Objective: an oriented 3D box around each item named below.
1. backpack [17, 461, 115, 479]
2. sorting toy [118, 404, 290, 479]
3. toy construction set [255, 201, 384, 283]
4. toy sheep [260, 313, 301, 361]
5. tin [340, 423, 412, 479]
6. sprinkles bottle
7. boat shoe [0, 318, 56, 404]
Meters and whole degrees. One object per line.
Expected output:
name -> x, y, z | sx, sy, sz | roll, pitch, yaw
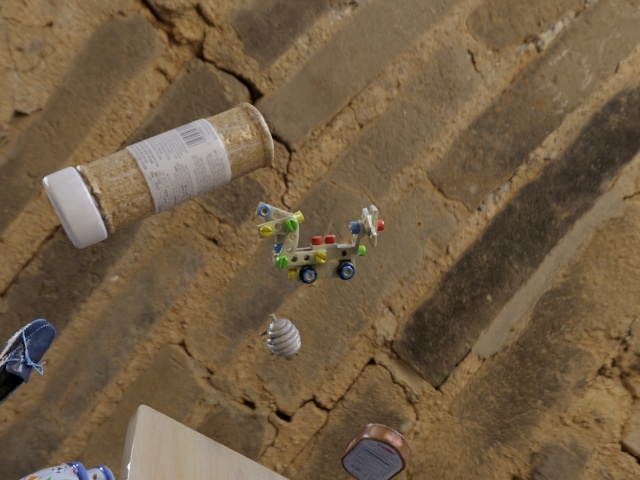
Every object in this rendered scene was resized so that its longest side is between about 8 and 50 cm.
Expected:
backpack -> -0.466, 0.530, 1.003 | 0.213, 0.263, 0.277 | -17, -109, -36
sorting toy -> -0.120, 0.337, 0.602 | 0.255, 0.257, 0.089 | 36, -83, -21
toy construction set -> 0.000, 0.000, 1.441 | 0.327, 0.151, 0.215 | -3, -81, 4
toy sheep -> -0.095, 0.237, 1.360 | 0.091, 0.091, 0.132 | -20, -68, 7
tin -> 0.106, 0.425, 1.096 | 0.106, 0.190, 0.040 | 30, -135, 3
sprinkles bottle -> -0.252, -0.113, 0.913 | 0.355, 0.121, 0.121 | -27, -114, -23
boat shoe -> -0.702, 0.306, 1.294 | 0.088, 0.109, 0.258 | 13, -117, 37
